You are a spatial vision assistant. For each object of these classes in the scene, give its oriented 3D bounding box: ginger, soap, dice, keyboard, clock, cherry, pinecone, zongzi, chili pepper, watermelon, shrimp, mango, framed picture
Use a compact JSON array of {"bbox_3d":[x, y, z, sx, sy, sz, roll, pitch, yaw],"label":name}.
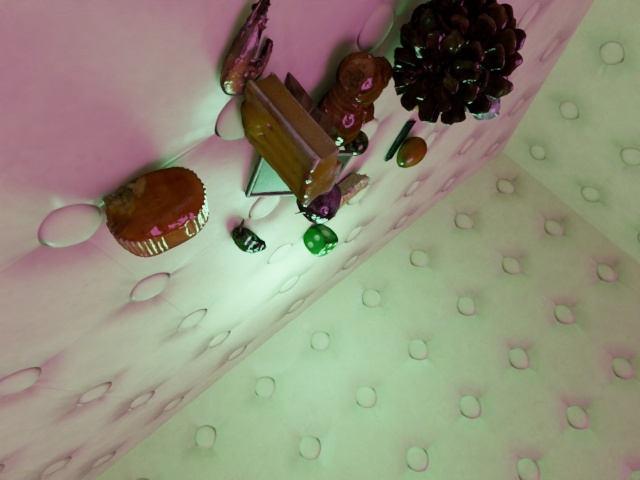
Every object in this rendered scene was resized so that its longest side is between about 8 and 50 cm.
[{"bbox_3d":[0.096,-0.434,1.363,0.357,0.152,0.274,-57,176,38],"label":"ginger"},{"bbox_3d":[-0.080,-0.259,1.136,0.143,0.281,0.259,-34,168,-15],"label":"soap"},{"bbox_3d":[0.000,0.000,2.131,0.120,0.131,0.128,-52,161,26],"label":"dice"},{"bbox_3d":[0.368,-0.463,2.018,0.072,0.023,0.231,-33,161,-46],"label":"keyboard"},{"bbox_3d":[0.703,-0.638,1.951,0.189,0.254,0.189,-40,166,-12],"label":"clock"},{"bbox_3d":[-0.006,-0.163,1.701,0.195,0.195,0.195,-37,161,-15],"label":"cherry"},{"bbox_3d":[0.393,-0.536,1.327,0.398,0.397,0.397,-37,161,-15],"label":"pinecone"},{"bbox_3d":[-0.083,-0.374,1.281,0.094,0.204,0.205,-48,-156,-22],"label":"zongzi"},{"bbox_3d":[-0.277,0.001,1.688,0.100,0.074,0.257,-44,166,-2],"label":"chili pepper"},{"bbox_3d":[0.131,-0.370,1.640,0.109,0.109,0.109,-37,161,-15],"label":"watermelon"},{"bbox_3d":[-0.156,-0.441,0.997,0.143,0.052,0.251,-36,171,-50],"label":"shrimp"},{"bbox_3d":[0.431,-0.417,2.054,0.151,0.120,0.221,-57,171,29],"label":"mango"},{"bbox_3d":[-0.073,-0.223,1.452,0.325,0.020,0.240,-6,152,-26],"label":"framed picture"}]

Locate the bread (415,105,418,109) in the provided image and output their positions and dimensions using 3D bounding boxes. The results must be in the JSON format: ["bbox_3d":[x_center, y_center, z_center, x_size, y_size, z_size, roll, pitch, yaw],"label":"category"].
[{"bbox_3d":[0.497,-0.615,1.737,0.344,0.149,0.195,-27,155,-37],"label":"bread"}]

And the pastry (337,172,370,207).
[{"bbox_3d":[0.108,-0.213,1.942,0.258,0.089,0.121,-44,166,2],"label":"pastry"}]

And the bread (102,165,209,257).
[{"bbox_3d":[-0.405,-0.078,1.089,0.250,0.179,0.133,-27,166,-15],"label":"bread"}]
